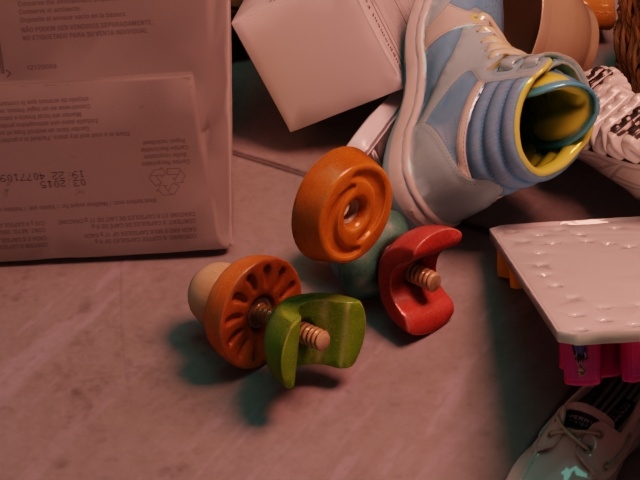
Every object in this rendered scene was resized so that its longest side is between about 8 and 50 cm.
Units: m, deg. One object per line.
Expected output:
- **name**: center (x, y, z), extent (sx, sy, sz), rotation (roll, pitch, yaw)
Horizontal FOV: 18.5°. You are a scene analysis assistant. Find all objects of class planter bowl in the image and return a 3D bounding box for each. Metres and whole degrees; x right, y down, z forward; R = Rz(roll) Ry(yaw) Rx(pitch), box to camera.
- **planter bowl**: center (0.221, -0.213, 2.061), extent (0.109, 0.162, 0.162), rotation (11, 27, -33)

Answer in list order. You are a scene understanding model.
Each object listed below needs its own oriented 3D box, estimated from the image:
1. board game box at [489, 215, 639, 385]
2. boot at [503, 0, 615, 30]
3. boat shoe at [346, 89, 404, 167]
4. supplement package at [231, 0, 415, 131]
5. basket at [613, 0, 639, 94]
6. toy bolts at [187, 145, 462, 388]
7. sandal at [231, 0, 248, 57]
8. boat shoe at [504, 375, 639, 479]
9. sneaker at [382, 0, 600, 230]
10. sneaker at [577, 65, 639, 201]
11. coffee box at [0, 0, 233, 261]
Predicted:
- **board game box**: center (0.361, 0.039, 1.664), extent (0.390, 0.050, 0.390), rotation (-3, 13, -3)
- **boot**: center (0.216, -0.321, 2.249), extent (0.211, 0.104, 0.295), rotation (-2, 41, -10)
- **boat shoe**: center (0.095, -0.116, 1.985), extent (0.076, 0.080, 0.228), rotation (34, 39, 6)
- **supplement package**: center (0.017, -0.240, 2.038), extent (0.134, 0.139, 0.244), rotation (-20, 23, 21)
- **basket**: center (0.475, -0.225, 2.003), extent (0.299, 0.213, 0.223), rotation (-10, 37, -12)
- **toy bolts**: center (0.000, 0.000, 1.739), extent (0.158, 0.218, 0.228), rotation (25, 25, 39)
- **sandal**: center (-0.175, -0.261, 2.154), extent (0.303, 0.120, 0.086), rotation (-4, 23, -4)
- **boat shoe**: center (0.208, 0.162, 1.596), extent (0.083, 0.076, 0.226), rotation (19, 41, 25)
- **sneaker**: center (0.184, -0.160, 1.890), extent (0.208, 0.127, 0.319), rotation (-20, 47, 39)
- **sneaker**: center (0.296, -0.093, 1.913), extent (0.110, 0.118, 0.292), rotation (-39, 21, -8)
- **coffee box**: center (-0.255, -0.212, 1.893), extent (0.337, 0.338, 0.334), rotation (-3, 36, -3)
